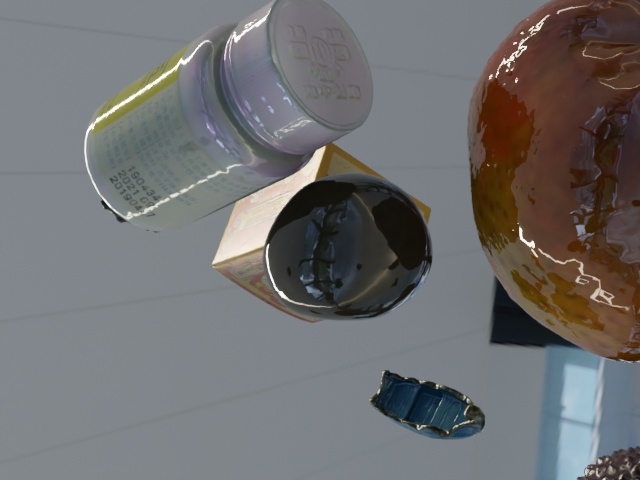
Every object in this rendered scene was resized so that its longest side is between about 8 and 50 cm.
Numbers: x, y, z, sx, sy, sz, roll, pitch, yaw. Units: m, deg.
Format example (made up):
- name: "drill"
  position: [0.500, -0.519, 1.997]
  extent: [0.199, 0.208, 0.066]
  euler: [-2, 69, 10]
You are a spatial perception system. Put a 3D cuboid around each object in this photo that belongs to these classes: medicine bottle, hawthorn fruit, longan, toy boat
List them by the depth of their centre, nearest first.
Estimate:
- name: "hawthorn fruit"
  position: [0.387, -0.085, 1.119]
  extent: [0.472, 0.472, 0.471]
  euler: [-12, -75, -49]
- name: "longan"
  position: [0.036, 0.009, 1.198]
  extent: [0.220, 0.196, 0.196]
  euler: [-3, -78, -7]
- name: "medicine bottle"
  position: [-0.129, -0.158, 1.229]
  extent: [0.214, 0.379, 0.213]
  euler: [22, -122, -41]
- name: "toy boat"
  position: [0.156, 0.237, 1.332]
  extent: [0.075, 0.186, 0.077]
  euler: [-60, -41, -19]

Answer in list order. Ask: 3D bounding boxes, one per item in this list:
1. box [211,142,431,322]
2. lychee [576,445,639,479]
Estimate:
- name: "box"
  position: [0.000, 0.000, 1.712]
  extent: [0.260, 0.283, 0.213]
  euler: [30, -119, -27]
- name: "lychee"
  position: [0.564, 0.502, 1.606]
  extent: [0.330, 0.306, 0.306]
  euler: [-54, -39, -71]
